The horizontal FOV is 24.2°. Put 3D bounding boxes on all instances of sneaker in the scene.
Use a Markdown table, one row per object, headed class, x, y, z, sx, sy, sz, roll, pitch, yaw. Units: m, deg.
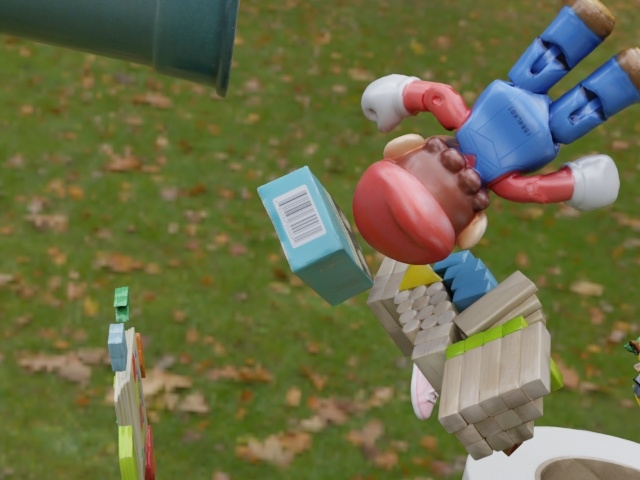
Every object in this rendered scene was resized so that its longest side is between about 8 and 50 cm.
| class | x | y | z | sx | sy | sz | roll | pitch | yaw |
| --- | --- | --- | --- | --- | --- | --- | --- | --- | --- |
| sneaker | 0.195 | 0.237 | 2.530 | 0.070 | 0.134 | 0.051 | -6 | -22 | 27 |

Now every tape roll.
| class | x | y | z | sx | sy | sz | roll | pitch | yaw |
| --- | --- | --- | --- | --- | --- | --- | --- | --- | --- |
| tape roll | 0.364 | 0.352 | 1.892 | 0.392 | 0.072 | 0.392 | 11 | 18 | -4 |

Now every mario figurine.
| class | x | y | z | sx | sy | sz | roll | pitch | yaw |
| --- | --- | --- | --- | --- | --- | --- | --- | --- | --- |
| mario figurine | 0.168 | -0.100 | 1.448 | 0.170 | 0.320 | 0.198 | 36 | 22 | -48 |

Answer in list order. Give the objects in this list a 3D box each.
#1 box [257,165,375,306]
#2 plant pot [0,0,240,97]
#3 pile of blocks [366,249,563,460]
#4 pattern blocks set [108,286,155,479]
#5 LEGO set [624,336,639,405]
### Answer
| class | x | y | z | sx | sy | sz | roll | pitch | yaw |
| --- | --- | --- | --- | --- | --- | --- | --- | --- | --- |
| box | 0.000 | 0.000 | 1.639 | 0.060 | 0.100 | 0.244 | -25 | -14 | 5 |
| plant pot | -0.250 | -0.351 | 1.677 | 0.334 | 0.341 | 0.341 | 7 | 19 | -5 |
| pile of blocks | 0.163 | 0.107 | 1.504 | 0.149 | 0.112 | 0.362 | -36 | 26 | 2 |
| pattern blocks set | -0.252 | 0.227 | 1.984 | 0.026 | 0.324 | 0.285 | -4 | 20 | -2 |
| LEGO set | 0.383 | 0.207 | 1.227 | 0.255 | 0.192 | 0.331 | -7 | 44 | -49 |
